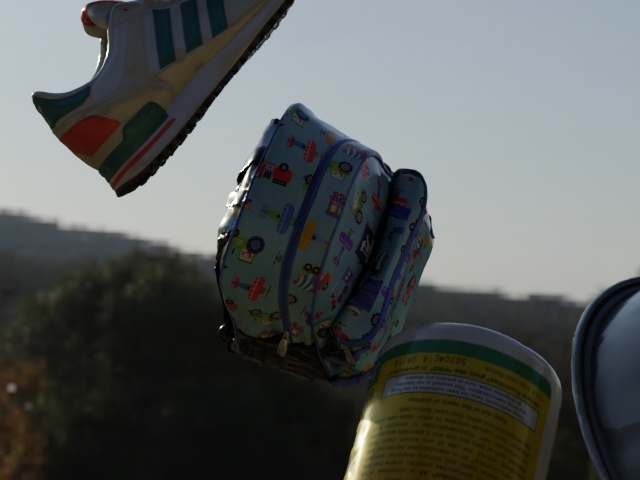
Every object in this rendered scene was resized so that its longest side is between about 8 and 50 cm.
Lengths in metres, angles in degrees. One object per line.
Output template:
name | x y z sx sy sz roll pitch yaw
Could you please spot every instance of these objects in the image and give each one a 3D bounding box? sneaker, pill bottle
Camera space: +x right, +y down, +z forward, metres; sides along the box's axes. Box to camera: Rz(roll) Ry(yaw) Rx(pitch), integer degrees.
sneaker | -0.068 -0.101 0.882 0.075 0.161 0.057 38 -12 -3
pill bottle | 0.067 0.163 1.107 0.118 0.208 0.117 12 -32 7

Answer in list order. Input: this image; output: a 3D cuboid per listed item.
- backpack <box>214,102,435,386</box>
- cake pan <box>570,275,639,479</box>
backpack | 0.000 0.000 1.231 0.117 0.158 0.173 19 -20 13
cake pan | 0.255 0.119 0.943 0.293 0.293 0.054 8 -44 -41
